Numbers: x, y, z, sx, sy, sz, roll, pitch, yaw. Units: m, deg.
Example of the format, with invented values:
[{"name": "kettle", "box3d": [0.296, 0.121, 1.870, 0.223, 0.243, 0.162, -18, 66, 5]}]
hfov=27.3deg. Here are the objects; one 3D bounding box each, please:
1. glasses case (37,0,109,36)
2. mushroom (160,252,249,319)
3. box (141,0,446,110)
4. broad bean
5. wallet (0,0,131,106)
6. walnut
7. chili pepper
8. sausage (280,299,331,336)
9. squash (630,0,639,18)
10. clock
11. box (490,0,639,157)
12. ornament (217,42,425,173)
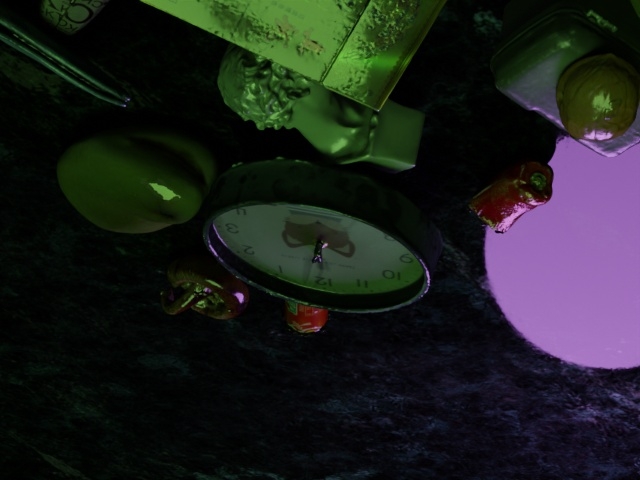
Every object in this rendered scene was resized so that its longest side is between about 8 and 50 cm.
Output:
[{"name": "glasses case", "box3d": [-0.218, -0.347, 1.416, 0.085, 0.137, 0.355, 26, 145, -19]}, {"name": "mushroom", "box3d": [-0.189, 0.074, 2.086, 0.171, 0.080, 0.135, -14, 127, 34]}, {"name": "box", "box3d": [-0.027, -0.282, 1.477, 0.311, 0.043, 0.173, 23, 116, -18]}, {"name": "broad bean", "box3d": [-0.267, -0.079, 1.845, 0.263, 0.121, 0.189, -16, 134, 38]}, {"name": "wallet", "box3d": [-0.374, -0.257, 1.543, 0.290, 0.054, 0.251, 35, -176, -32]}, {"name": "walnut", "box3d": [0.297, -0.142, 1.411, 0.091, 0.052, 0.121, 6, 143, 9]}, {"name": "chili pepper", "box3d": [0.261, -0.063, 1.761, 0.070, 0.073, 0.123, -19, 169, -37]}, {"name": "sausage", "box3d": [-0.021, 0.045, 2.000, 0.083, 0.083, 0.264, 8, 145, 4]}, {"name": "squash", "box3d": [0.425, -0.290, 1.370, 0.220, 0.133, 0.220, -1, 134, -1]}, {"name": "clock", "box3d": [0.000, 0.000, 1.767, 0.325, 0.067, 0.325, 12, 154, 6]}, {"name": "box", "box3d": [0.305, -0.203, 1.484, 0.210, 0.129, 0.148, 29, 141, -25]}, {"name": "ornament", "box3d": [-0.002, -0.163, 1.634, 0.285, 0.130, 0.120, 33, 161, -27]}]
